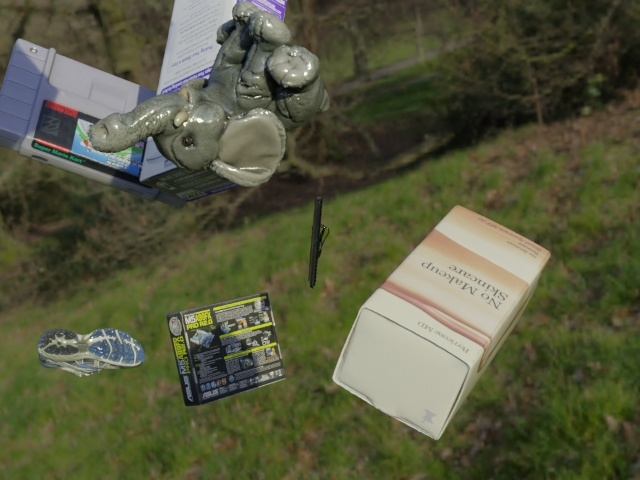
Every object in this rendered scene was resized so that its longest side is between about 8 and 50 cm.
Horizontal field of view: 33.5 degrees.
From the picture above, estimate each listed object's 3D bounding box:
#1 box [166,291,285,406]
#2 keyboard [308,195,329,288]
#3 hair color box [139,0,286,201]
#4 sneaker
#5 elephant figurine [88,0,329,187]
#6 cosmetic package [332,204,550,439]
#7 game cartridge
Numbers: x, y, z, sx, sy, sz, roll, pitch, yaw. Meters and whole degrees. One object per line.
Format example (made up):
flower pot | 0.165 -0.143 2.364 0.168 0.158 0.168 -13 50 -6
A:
box | -0.214 0.247 2.462 0.270 0.216 0.060 -12 -2 -45
keyboard | 0.000 0.000 2.245 0.038 0.192 0.100 5 12 -5
hair color box | -0.166 -0.247 1.680 0.110 0.338 0.185 25 -24 -37
sneaker | -0.292 0.144 1.349 0.135 0.058 0.052 9 48 -19
elephant figurine | -0.116 -0.139 1.207 0.239 0.186 0.169 -49 8 -5
cosmetic package | 0.158 0.091 1.327 0.153 0.129 0.296 28 37 14
game cartridge | -0.384 -0.203 1.863 0.355 0.068 0.230 19 44 -21
